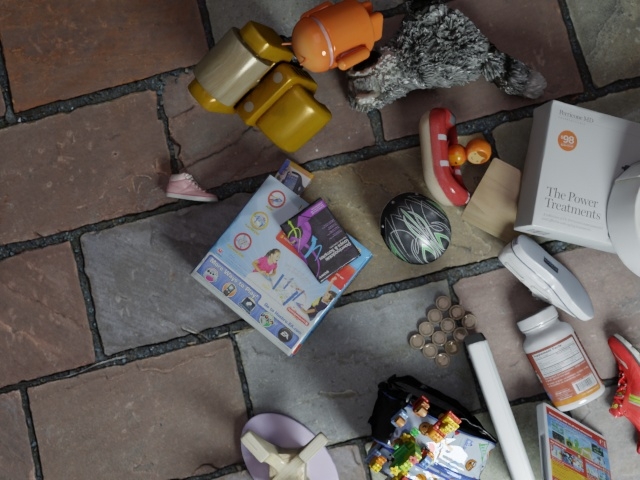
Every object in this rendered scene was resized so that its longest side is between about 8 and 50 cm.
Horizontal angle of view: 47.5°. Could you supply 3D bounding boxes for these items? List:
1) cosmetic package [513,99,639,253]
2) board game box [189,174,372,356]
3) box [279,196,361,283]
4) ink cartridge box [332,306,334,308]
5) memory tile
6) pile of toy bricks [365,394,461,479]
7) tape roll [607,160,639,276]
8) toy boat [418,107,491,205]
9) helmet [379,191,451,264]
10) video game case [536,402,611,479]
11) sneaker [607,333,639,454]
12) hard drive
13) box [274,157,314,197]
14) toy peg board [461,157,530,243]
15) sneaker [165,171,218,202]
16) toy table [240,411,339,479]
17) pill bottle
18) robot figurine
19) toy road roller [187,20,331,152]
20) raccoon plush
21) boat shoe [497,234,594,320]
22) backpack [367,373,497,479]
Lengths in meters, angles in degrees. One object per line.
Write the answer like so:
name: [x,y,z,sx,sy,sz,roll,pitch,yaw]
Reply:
cosmetic package: [0.641,-0.125,1.624,0.377,0.097,0.284,12,82,-11]
board game box: [-0.089,0.058,1.700,0.308,0.086,0.302,39,88,9]
box: [0.000,0.000,1.639,0.116,0.029,0.162,-36,82,1]
ink cartridge box: [-0.003,0.130,1.741,0.048,0.028,0.083,-20,82,3]
memory tile: [0.289,0.215,1.711,0.113,0.012,0.148,35,87,8]
pile of toy bricks: [0.170,0.406,1.399,0.118,0.105,0.212,41,101,-7]
tape roll: [0.759,-0.049,1.545,0.286,0.100,0.286,1,87,-13]
toy boat: [0.318,-0.196,1.678,0.151,0.151,0.231,-7,83,24]
helmet: [0.218,-0.026,1.671,0.169,0.161,0.169,-1,83,5]
video game case: [0.538,0.504,1.517,0.204,0.025,0.285,31,43,-19]
sneaker: [0.692,0.346,1.613,0.118,0.107,0.279,-23,79,12]
hard drive: [0.389,0.378,1.563,0.047,0.233,0.353,-19,84,8]
box: [-0.085,-0.123,1.781,0.081,0.028,0.136,32,85,8]
toy peg board: [0.440,-0.089,1.711,0.161,0.079,0.160,29,102,8]
sneaker: [-0.314,-0.133,1.791,0.134,0.051,0.070,9,89,11]
toy table: [-0.078,0.516,1.636,0.274,0.161,0.252,34,88,7]
pill bottle: [0.531,0.260,1.627,0.121,0.121,0.216,-27,81,2]
robot figurine: [0.029,-0.448,1.594,0.219,0.128,0.158,-27,100,-16]
toy road roller: [-0.114,-0.334,1.658,0.202,0.329,0.240,-42,80,19]
raccoon plush: [0.271,-0.363,1.697,0.446,0.216,0.299,31,95,8]
boat shoe: [0.517,0.095,1.670,0.258,0.095,0.084,46,130,-4]
backpack: [0.235,0.434,1.574,0.263,0.276,0.213,18,90,1]
